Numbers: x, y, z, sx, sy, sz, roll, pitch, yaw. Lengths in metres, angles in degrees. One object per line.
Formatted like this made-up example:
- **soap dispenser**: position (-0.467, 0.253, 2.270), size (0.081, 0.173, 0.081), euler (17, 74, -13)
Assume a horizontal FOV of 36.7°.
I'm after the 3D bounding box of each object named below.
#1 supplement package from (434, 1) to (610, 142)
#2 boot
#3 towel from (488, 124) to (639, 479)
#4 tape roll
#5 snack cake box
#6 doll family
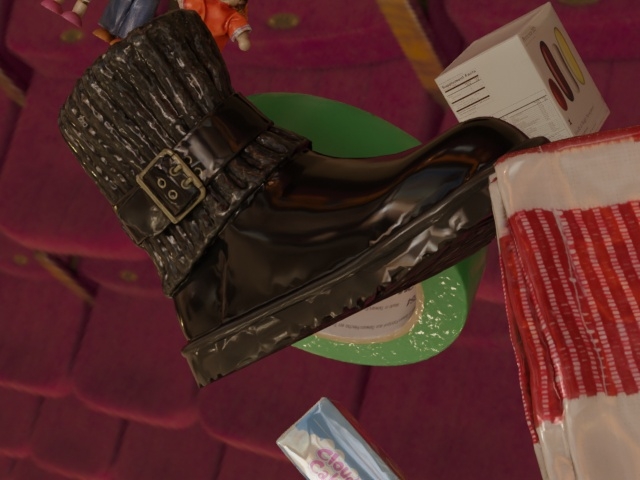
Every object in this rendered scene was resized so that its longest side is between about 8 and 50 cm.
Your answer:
- **supplement package**: position (0.313, -0.220, 1.470), size (0.149, 0.194, 0.203), euler (-24, 104, 36)
- **boot**: position (-0.029, -0.066, 0.695), size (0.348, 0.131, 0.260), euler (-29, 84, 28)
- **towel**: position (0.197, 0.088, 0.328), size (0.237, 0.329, 0.037), euler (-12, 155, 13)
- **tape roll**: position (0.000, 0.000, 0.950), size (0.321, 0.077, 0.321), euler (18, 146, 13)
- **snack cake box**: position (0.071, 0.326, 1.226), size (0.264, 0.089, 0.152), euler (47, 180, 14)
- **doll family**: position (-0.170, -0.275, 1.072), size (0.263, 0.163, 0.118), euler (32, -173, 12)
